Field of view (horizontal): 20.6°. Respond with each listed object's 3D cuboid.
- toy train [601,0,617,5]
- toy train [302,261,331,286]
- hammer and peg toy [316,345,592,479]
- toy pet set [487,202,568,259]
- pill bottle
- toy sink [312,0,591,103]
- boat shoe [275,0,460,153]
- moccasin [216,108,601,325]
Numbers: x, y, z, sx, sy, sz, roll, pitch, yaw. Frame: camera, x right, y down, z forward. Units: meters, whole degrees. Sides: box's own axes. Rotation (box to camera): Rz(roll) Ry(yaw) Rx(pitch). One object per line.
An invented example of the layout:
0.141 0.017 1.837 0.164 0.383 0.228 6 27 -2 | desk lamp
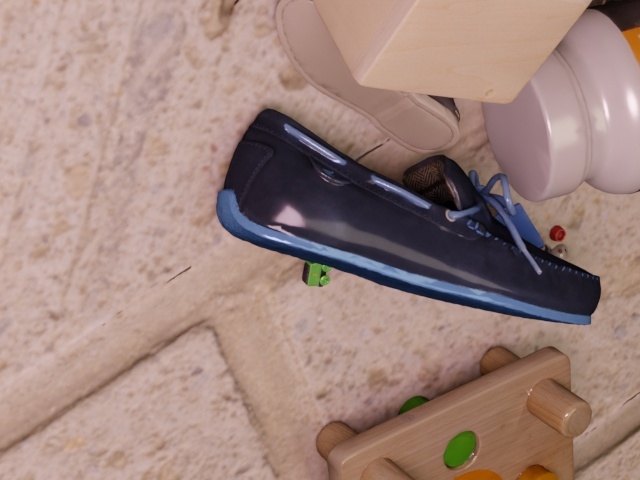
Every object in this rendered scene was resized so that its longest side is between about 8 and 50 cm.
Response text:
0.314 -0.225 1.569 0.166 0.046 0.125 -19 120 -29 | toy train
0.000 0.000 1.462 0.023 0.017 0.083 -1 110 -24 | toy train
0.080 0.268 1.571 0.361 0.127 0.266 -23 124 -25 | hammer and peg toy
0.188 -0.022 1.556 0.114 0.065 0.122 -26 123 -24 | toy pet set
0.290 -0.130 1.499 0.278 0.162 0.162 -16 119 -16 | pill bottle
0.069 -0.228 1.318 0.152 0.234 0.131 3 138 -38 | toy sink
0.039 -0.148 1.410 0.206 0.075 0.065 38 43 -35 | boat shoe
0.089 -0.016 1.410 0.342 0.137 0.117 18 83 -28 | moccasin
